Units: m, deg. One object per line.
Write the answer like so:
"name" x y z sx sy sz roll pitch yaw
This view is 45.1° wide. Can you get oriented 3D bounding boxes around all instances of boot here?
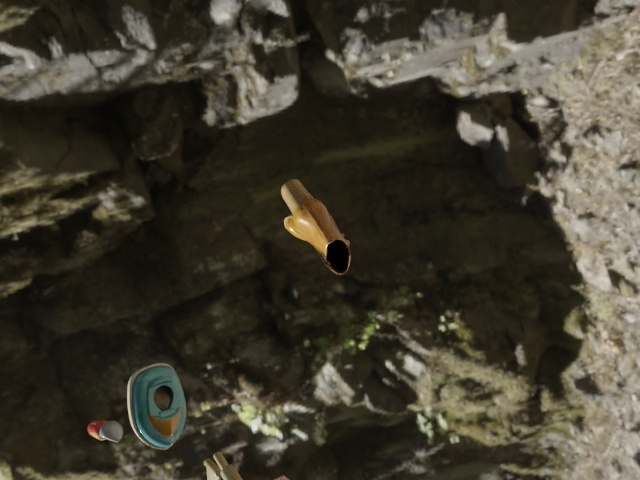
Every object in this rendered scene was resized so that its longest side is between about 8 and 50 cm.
"boot" 0.001 -0.001 1.793 0.211 0.104 0.295 57 177 25

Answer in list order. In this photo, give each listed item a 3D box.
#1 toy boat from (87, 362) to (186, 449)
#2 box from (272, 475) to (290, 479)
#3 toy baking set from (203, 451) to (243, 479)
"toy boat" -0.539 0.530 2.336 0.148 0.318 0.267 -7 98 48
"box" -0.153 0.664 1.713 0.142 0.300 0.154 45 -148 -19
"toy baking set" -0.152 0.528 1.472 0.256 0.030 0.196 44 141 40
